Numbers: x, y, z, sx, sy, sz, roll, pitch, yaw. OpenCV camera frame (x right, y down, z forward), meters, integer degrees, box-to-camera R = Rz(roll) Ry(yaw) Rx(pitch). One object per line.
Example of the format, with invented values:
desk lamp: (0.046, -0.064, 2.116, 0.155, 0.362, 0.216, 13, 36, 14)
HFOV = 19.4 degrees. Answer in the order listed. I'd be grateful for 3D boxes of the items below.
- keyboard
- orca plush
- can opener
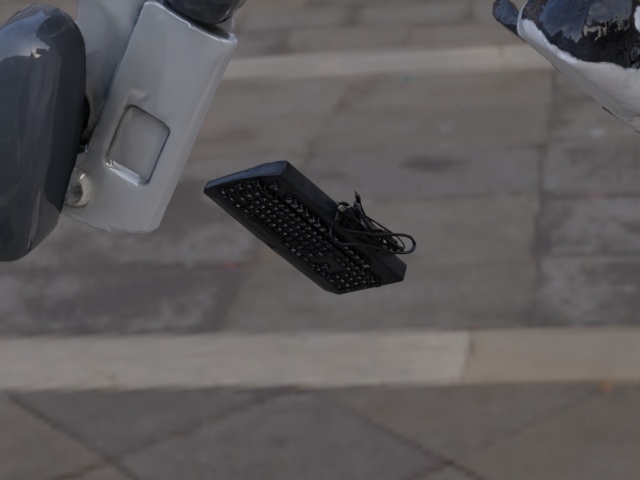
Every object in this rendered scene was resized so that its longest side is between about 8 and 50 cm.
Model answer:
keyboard: (0.000, 0.000, 1.419, 0.100, 0.038, 0.192, -18, -34, 27)
orca plush: (0.211, -0.130, 1.191, 0.151, 0.102, 0.287, 40, 8, 34)
can opener: (-0.060, -0.105, 0.665, 0.076, 0.283, 0.095, 31, 37, 6)
